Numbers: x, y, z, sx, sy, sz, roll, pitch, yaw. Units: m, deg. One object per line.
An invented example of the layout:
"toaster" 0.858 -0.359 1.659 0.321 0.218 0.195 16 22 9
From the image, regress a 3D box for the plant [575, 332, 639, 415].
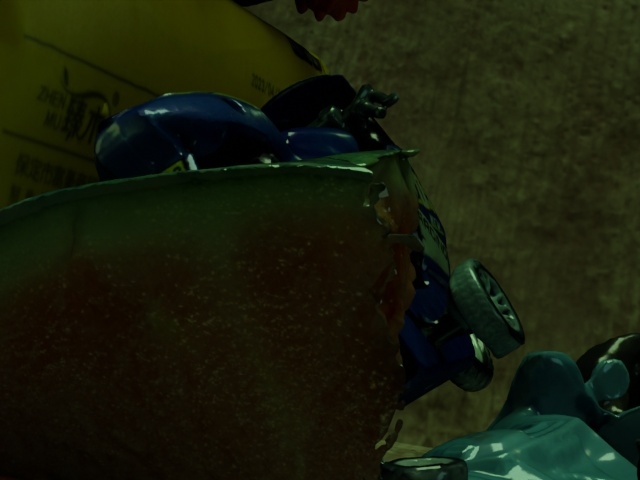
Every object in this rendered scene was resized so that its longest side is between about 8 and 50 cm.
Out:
"plant" 0.186 0.126 0.841 0.164 0.142 0.256 11 -16 -24

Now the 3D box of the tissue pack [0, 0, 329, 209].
"tissue pack" -0.168 -0.007 0.782 0.228 0.293 0.382 14 -2 19

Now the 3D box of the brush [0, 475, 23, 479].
"brush" -0.104 0.086 0.410 0.323 0.070 0.051 9 0 5

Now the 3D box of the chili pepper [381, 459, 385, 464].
"chili pepper" -0.025 0.128 0.788 0.098 0.061 0.224 23 4 24

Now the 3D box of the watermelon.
"watermelon" -0.069 0.044 0.469 0.146 0.231 0.128 10 31 -12

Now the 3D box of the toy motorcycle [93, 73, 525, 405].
"toy motorcycle" 0.000 0.000 0.698 0.113 0.169 0.315 -32 -11 15

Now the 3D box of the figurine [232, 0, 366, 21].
"figurine" -0.056 -0.178 0.806 0.110 0.138 0.245 -35 -11 12

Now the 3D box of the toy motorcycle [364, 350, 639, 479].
"toy motorcycle" 0.101 0.110 0.606 0.182 0.123 0.272 -5 3 -25
